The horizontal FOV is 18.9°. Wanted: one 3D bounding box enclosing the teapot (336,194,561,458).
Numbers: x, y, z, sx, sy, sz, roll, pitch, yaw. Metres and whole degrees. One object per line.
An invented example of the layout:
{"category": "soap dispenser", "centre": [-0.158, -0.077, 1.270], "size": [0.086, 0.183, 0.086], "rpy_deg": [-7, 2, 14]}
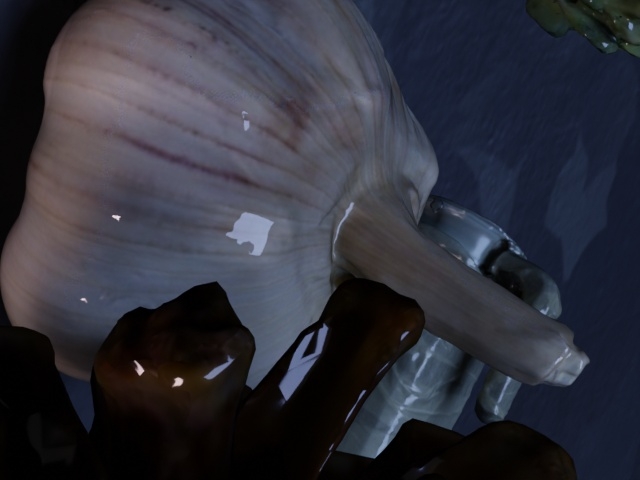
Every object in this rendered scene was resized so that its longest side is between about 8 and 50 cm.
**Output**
{"category": "teapot", "centre": [0.040, 0.079, 0.941], "size": [0.077, 0.107, 0.200], "rpy_deg": [43, 70, -51]}

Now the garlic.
{"category": "garlic", "centre": [0.000, 0.000, 0.741], "size": [0.199, 0.226, 0.199], "rpy_deg": [-37, 140, -40]}

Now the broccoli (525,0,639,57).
{"category": "broccoli", "centre": [0.096, -0.164, 0.778], "size": [0.275, 0.177, 0.198], "rpy_deg": [-102, 179, -79]}

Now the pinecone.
{"category": "pinecone", "centre": [-0.051, 0.170, 0.618], "size": [0.384, 0.384, 0.384], "rpy_deg": [-30, 130, -44]}
